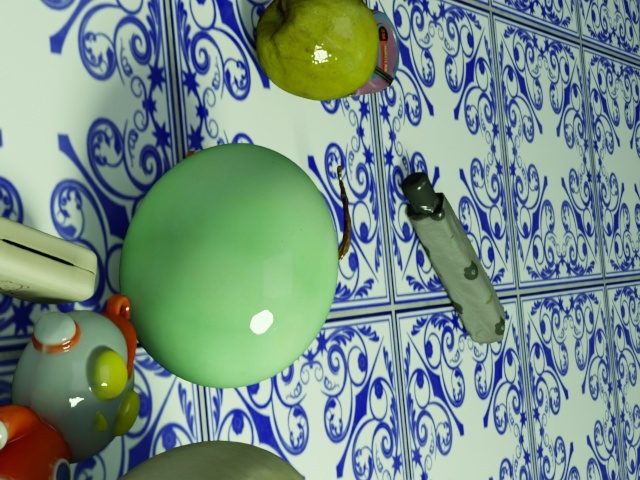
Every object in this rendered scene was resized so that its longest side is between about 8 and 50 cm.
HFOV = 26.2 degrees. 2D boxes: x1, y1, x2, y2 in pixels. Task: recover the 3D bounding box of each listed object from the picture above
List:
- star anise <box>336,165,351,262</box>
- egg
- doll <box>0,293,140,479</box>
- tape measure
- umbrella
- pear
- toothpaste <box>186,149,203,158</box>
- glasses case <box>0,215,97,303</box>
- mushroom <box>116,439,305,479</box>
[{"bbox_3d":[0.000,0.000,1.716,0.097,0.070,0.191,-4,100,-51],"label":"star anise"},{"bbox_3d":[-0.091,0.023,1.400,0.270,0.220,0.220,-83,151,-46],"label":"egg"},{"bbox_3d":[-0.238,0.178,1.219,0.200,0.105,0.336,75,28,-43],"label":"doll"},{"bbox_3d":[0.052,-0.255,1.868,0.125,0.074,0.118,-14,102,-56],"label":"tape measure"},{"bbox_3d":[0.203,0.029,2.088,0.073,0.067,0.337,-94,159,-51],"label":"umbrella"},{"bbox_3d":[-0.006,-0.247,1.688,0.162,0.148,0.149,21,66,-54],"label":"pear"},{"bbox_3d":[-0.094,-0.030,1.592,0.196,0.040,0.047,49,48,-45],"label":"toothpaste"},{"bbox_3d":[-0.277,0.015,1.207,0.196,0.083,0.050,25,65,-56],"label":"glasses case"},{"bbox_3d":[-0.094,0.361,1.210,0.362,0.294,0.362,18,90,-74],"label":"mushroom"}]
